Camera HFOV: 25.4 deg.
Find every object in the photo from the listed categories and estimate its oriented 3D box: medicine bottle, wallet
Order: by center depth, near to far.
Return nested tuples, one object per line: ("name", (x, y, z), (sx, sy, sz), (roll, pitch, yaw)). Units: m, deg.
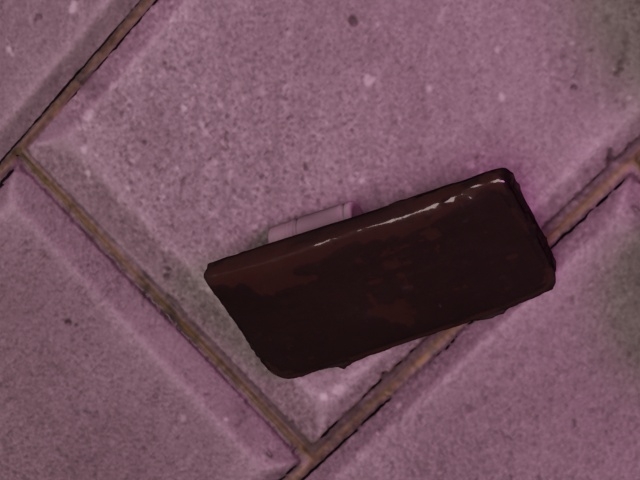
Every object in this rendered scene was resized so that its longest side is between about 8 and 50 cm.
("wallet", (0.060, 0.034, 1.344), (0.309, 0.042, 0.165), (-20, 130, 18))
("medicine bottle", (0.000, 0.000, 1.381), (0.089, 0.057, 0.057), (-18, 94, 17))
